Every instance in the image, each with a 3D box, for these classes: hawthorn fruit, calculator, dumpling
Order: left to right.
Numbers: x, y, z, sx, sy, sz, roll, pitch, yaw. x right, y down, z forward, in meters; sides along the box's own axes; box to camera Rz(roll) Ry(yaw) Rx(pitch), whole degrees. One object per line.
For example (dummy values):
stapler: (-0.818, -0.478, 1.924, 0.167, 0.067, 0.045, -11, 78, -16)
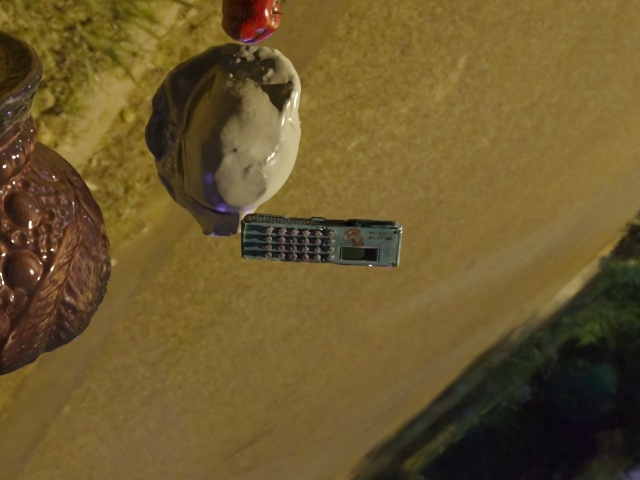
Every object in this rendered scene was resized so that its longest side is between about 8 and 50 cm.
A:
dumpling: (-0.123, -0.131, 1.112, 0.258, 0.193, 0.147, -59, 176, 26)
hawthorn fruit: (-0.098, -0.327, 1.292, 0.093, 0.093, 0.093, -33, 162, -12)
calculator: (0.000, 0.000, 0.954, 0.172, 0.018, 0.057, 3, 121, 0)

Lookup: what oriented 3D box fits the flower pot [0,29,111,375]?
flower pot: (-0.343, -0.045, 0.851, 0.267, 0.267, 0.267, -26, 138, -31)
